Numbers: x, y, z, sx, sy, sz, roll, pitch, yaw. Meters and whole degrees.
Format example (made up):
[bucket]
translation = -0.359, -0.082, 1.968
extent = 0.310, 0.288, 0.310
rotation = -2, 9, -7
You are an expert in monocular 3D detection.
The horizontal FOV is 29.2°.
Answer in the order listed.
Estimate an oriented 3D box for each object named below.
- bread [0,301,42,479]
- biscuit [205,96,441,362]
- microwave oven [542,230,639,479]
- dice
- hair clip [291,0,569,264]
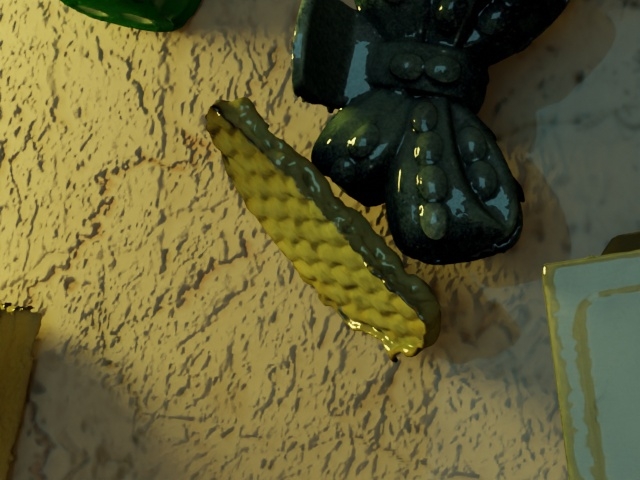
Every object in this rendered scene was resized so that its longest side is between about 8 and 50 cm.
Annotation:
[bread]
translation = -0.420, 0.158, 1.252
extent = 0.239, 0.111, 0.246
rotation = 8, 83, 21
[biscuit]
translation = 0.000, 0.000, 1.071
extent = 0.036, 0.187, 0.273
rotation = -39, 78, -19
[microwave oven]
translation = 0.365, 0.122, 0.869
extent = 0.354, 0.218, 0.287
rotation = -11, 77, 21
[dice]
translation = -0.189, -0.282, 1.209
extent = 0.120, 0.131, 0.128
rotation = 12, 88, 26
[hair clip]
translation = 0.093, -0.138, 1.051
extent = 0.206, 0.194, 0.310
rotation = 12, 87, 14
